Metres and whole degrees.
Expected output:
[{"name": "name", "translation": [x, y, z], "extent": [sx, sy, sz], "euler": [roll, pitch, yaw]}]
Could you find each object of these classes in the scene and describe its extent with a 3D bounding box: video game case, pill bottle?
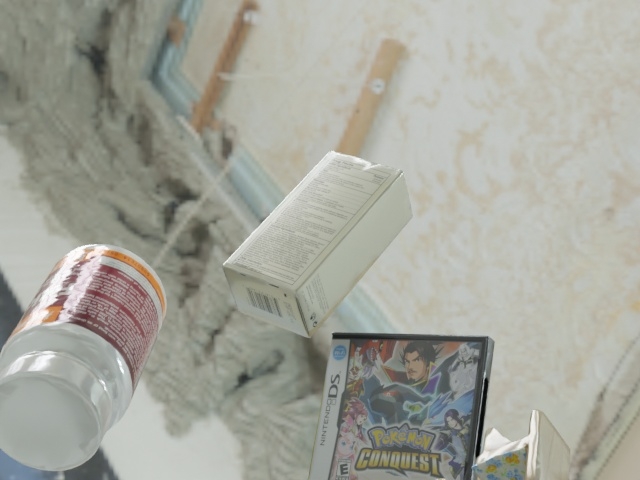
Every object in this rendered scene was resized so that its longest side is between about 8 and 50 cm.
[{"name": "video game case", "translation": [0.122, 0.266, 1.895], "extent": [0.274, 0.035, 0.248], "euler": [-1, -112, 30]}, {"name": "pill bottle", "translation": [-0.405, 0.189, 2.050], "extent": [0.392, 0.224, 0.224], "euler": [-77, -171, -62]}]

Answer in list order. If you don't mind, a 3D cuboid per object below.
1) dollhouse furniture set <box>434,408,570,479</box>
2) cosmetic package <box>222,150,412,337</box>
[{"name": "dollhouse furniture set", "translation": [0.185, 0.466, 1.413], "extent": [0.362, 0.256, 0.394], "euler": [-28, -70, 26]}, {"name": "cosmetic package", "translation": [0.000, 0.000, 2.015], "extent": [0.160, 0.309, 0.113], "euler": [19, -39, 34]}]
